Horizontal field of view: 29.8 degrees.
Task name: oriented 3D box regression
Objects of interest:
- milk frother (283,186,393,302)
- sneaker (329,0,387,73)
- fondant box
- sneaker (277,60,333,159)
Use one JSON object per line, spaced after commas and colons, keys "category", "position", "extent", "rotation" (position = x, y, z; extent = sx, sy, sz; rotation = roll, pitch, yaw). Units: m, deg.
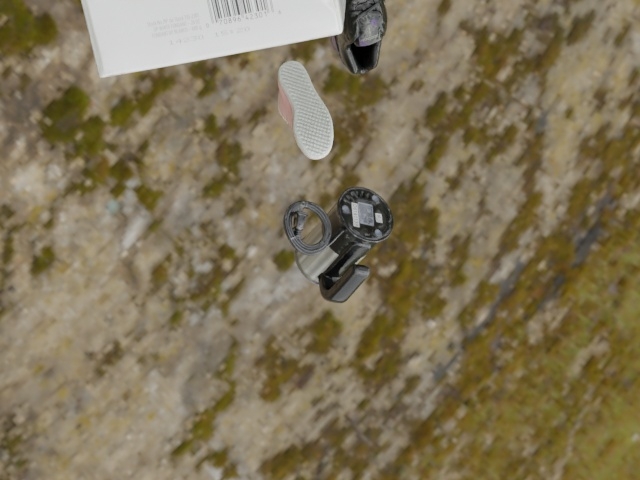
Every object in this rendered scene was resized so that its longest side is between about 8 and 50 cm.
{"category": "milk frother", "position": [0.000, 0.000, 1.594], "extent": [0.135, 0.143, 0.129], "rotation": [-48, -159, 49]}
{"category": "sneaker", "position": [0.065, -0.355, 1.746], "extent": [0.107, 0.124, 0.283], "rotation": [-16, 152, -8]}
{"category": "fondant box", "position": [-0.096, -0.269, 1.256], "extent": [0.238, 0.330, 0.096], "rotation": [-9, 109, 5]}
{"category": "sneaker", "position": [-0.020, -0.155, 1.521], "extent": [0.051, 0.134, 0.070], "rotation": [-17, 163, -10]}
